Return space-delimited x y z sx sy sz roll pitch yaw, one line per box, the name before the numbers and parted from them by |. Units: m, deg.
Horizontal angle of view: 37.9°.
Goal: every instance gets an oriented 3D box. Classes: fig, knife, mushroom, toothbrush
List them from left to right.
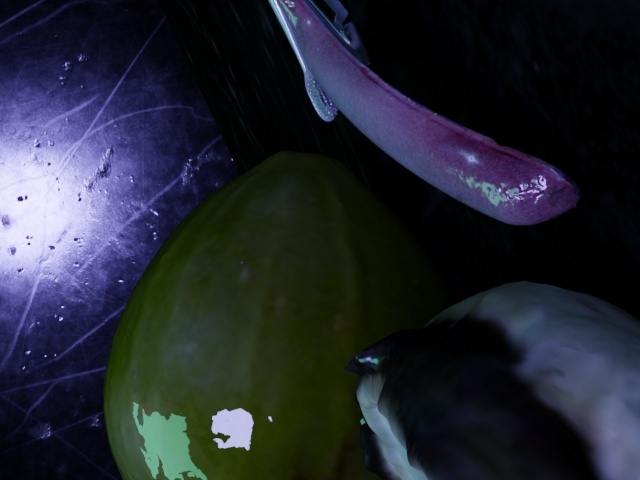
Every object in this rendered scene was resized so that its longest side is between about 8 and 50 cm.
toothbrush | -0.047 -0.227 0.786 0.275 0.019 0.025 65 168 -6
fig | -0.018 0.086 0.731 0.316 0.316 0.316 63 173 13
knife | 0.041 -0.078 0.501 0.123 0.053 0.278 34 -166 -42
mushroom | 0.118 0.130 0.433 0.247 0.130 0.344 51 171 18
